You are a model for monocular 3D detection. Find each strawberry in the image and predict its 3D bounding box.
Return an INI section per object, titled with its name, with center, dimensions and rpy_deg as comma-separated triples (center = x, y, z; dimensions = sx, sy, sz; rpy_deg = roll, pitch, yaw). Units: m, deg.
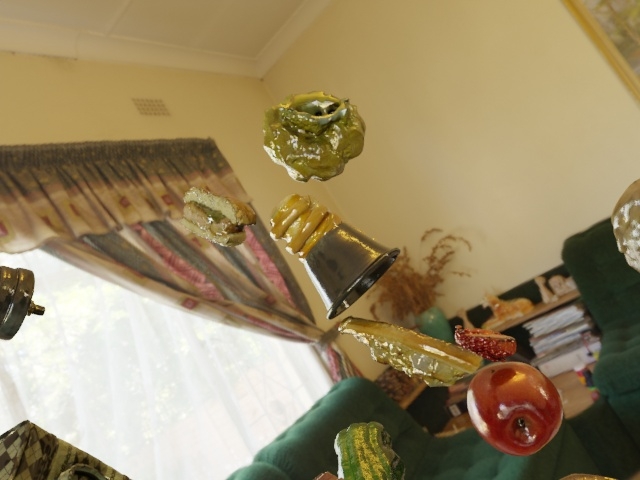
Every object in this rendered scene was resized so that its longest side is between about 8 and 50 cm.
[strawberry]
center = 0.466, 0.296, 1.434
dimensions = 0.188, 0.082, 0.121
rpy_deg = 9, 3, -14

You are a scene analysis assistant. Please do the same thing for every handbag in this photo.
[handbag]
center = -0.605, 0.660, 1.174
dimensions = 0.180, 0.416, 0.317
rpy_deg = -35, 33, 7

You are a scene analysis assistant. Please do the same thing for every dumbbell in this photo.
[dumbbell]
center = -0.831, 0.114, 1.135
dimensions = 0.185, 0.185, 0.388
rpy_deg = -35, -42, 30

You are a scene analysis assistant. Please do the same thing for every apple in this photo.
[apple]
center = 0.557, 0.481, 1.447
dimensions = 0.260, 0.260, 0.216
rpy_deg = -33, 10, 15

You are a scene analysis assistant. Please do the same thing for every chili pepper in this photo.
[chili pepper]
center = 0.160, 0.686, 1.431
dimensions = 0.167, 0.213, 0.385
rpy_deg = -43, 27, 17

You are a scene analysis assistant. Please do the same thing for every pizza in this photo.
[pizza]
center = 0.200, 0.254, 1.102
dimensions = 0.223, 0.323, 0.089
rpy_deg = 49, -120, -50

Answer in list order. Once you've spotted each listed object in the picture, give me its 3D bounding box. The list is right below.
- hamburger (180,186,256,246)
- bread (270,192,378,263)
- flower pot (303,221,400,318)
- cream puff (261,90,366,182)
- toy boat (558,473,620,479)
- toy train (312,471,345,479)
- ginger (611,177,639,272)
[hamburger]
center = -0.256, -0.065, 1.306
dimensions = 0.131, 0.124, 0.262
rpy_deg = -1, 16, -41
[bread]
center = 0.000, 0.000, 1.387
dimensions = 0.173, 0.311, 0.121
rpy_deg = -50, 18, 24
[flower pot]
center = 0.057, 0.055, 1.177
dimensions = 0.235, 0.148, 0.235
rpy_deg = -42, -13, -12
[cream puff]
center = -0.020, -0.290, 1.302
dimensions = 0.282, 0.282, 0.185
rpy_deg = -31, -17, -4
[toy boat]
center = 0.755, 0.715, 1.411
dimensions = 0.293, 0.108, 0.099
rpy_deg = -6, 36, 25
[toy train]
center = 0.068, 0.503, 0.749
dimensions = 0.150, 0.304, 0.221
rpy_deg = -34, -2, -22
[ginger]
center = 0.425, -0.032, 0.506
dimensions = 0.176, 0.256, 0.375
rpy_deg = -25, -42, 6
